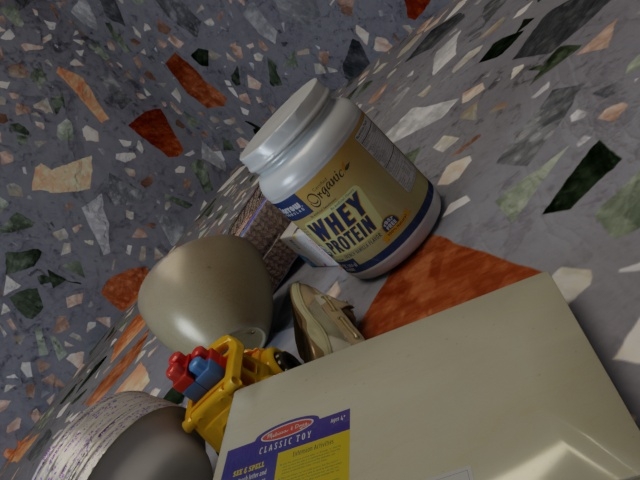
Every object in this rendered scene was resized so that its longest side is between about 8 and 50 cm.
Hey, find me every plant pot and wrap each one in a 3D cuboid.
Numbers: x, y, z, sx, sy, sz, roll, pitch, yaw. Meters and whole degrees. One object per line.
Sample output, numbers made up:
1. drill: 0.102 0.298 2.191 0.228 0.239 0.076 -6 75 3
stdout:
1. plant pot: -0.209 0.155 1.227 0.284 0.284 0.191 -45 54 8

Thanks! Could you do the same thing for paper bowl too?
1. paper bowl: -0.266 0.373 0.851 0.148 0.284 0.284 10 51 26

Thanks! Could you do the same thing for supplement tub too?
1. supplement tub: 0.035 -0.107 1.055 0.228 0.316 0.228 -42 18 17

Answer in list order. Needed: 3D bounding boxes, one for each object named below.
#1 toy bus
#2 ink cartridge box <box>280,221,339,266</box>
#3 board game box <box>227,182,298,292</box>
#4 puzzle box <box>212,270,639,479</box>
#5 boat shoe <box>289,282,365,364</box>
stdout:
1. toy bus: -0.141 0.227 0.931 0.149 0.211 0.220 -45 16 12
2. ink cartridge box: 0.000 0.000 1.259 0.062 0.104 0.181 -54 19 -19
3. board game box: -0.128 -0.035 1.508 0.232 0.141 0.291 -55 15 14
4. puzzle box: 0.073 0.191 0.582 0.408 0.052 0.272 -24 25 15
5. boat shoe: 0.011 0.143 0.963 0.098 0.109 0.302 -9 15 -9
